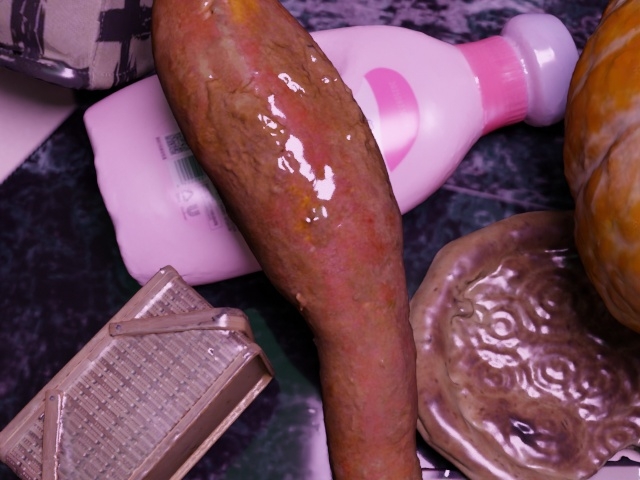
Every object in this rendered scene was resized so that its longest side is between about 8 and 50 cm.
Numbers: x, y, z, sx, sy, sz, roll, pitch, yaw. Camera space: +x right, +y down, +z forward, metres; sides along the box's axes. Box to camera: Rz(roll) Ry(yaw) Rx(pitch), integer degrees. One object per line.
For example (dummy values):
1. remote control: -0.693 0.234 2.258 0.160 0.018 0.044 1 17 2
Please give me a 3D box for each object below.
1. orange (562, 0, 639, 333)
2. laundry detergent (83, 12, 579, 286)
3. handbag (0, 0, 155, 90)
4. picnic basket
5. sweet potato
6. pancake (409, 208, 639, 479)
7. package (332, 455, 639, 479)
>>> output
1. orange: 0.301 -0.043 0.568 0.330 0.249 0.329 2 62 -3
2. laundry detergent: 0.014 -0.078 0.680 0.335 0.088 0.159 -18 77 -6
3. handbag: -0.257 -0.292 0.658 0.327 0.162 0.325 13 107 9
4. picnic basket: -0.110 0.104 0.606 0.079 0.115 0.164 40 77 12
5. sweet potato: 0.000 0.000 0.576 0.109 0.109 0.385 -23 91 -6
6. pancake: 0.166 0.075 0.651 0.235 0.029 0.211 -24 69 -14
7. package: 0.111 0.217 0.606 0.232 0.040 0.166 1 66 -5
